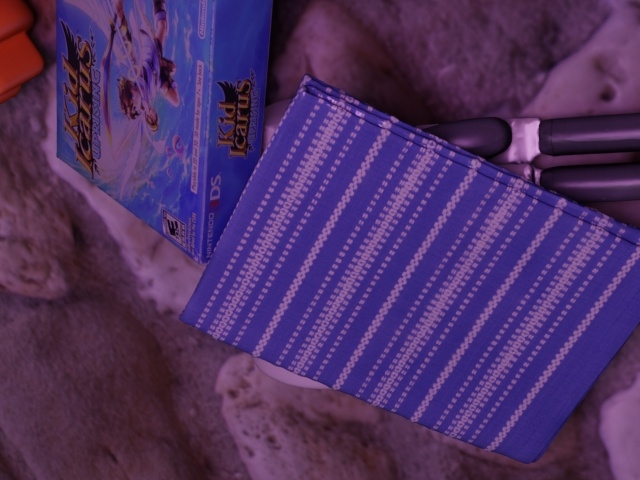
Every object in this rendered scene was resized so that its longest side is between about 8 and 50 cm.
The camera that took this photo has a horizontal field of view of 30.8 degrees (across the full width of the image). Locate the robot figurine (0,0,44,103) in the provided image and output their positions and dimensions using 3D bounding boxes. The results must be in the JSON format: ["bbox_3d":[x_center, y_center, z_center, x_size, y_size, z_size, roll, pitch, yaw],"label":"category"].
[{"bbox_3d":[-0.347,-0.219,1.041,0.128,0.158,0.219,-37,99,-11],"label":"robot figurine"}]

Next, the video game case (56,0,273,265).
[{"bbox_3d":[-0.139,-0.150,0.961,0.244,0.061,0.269,34,128,43],"label":"video game case"}]

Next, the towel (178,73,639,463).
[{"bbox_3d":[0.086,0.035,0.922,0.336,0.040,0.243,24,118,-10],"label":"towel"}]

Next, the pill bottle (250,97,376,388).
[{"bbox_3d":[0.000,0.000,0.998,0.131,0.131,0.229,8,116,19],"label":"pill bottle"}]

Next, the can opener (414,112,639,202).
[{"bbox_3d":[0.190,-0.062,0.905,0.284,0.095,0.075,-2,92,23],"label":"can opener"}]
